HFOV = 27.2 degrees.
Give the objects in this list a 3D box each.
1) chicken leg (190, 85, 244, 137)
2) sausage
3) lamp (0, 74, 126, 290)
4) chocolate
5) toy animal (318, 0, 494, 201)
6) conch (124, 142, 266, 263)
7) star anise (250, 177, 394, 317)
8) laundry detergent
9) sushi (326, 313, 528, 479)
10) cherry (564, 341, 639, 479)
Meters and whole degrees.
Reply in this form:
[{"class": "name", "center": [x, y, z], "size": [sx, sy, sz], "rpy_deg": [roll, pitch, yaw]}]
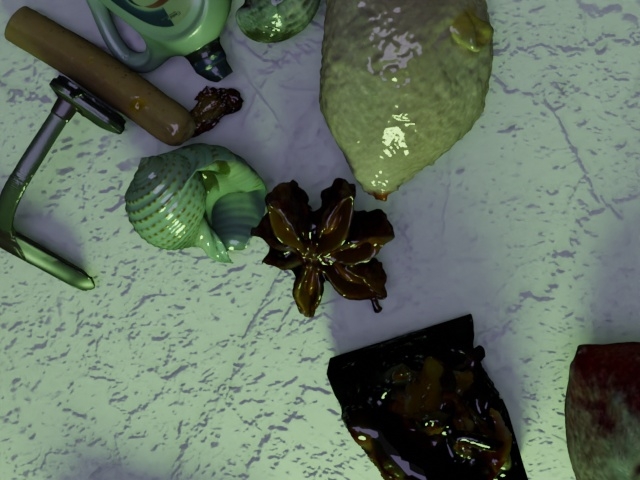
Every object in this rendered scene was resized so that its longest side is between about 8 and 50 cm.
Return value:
[{"class": "chicken leg", "center": [-0.175, -0.172, 1.830], "size": [0.145, 0.037, 0.062], "rpy_deg": [-27, 74, 9]}, {"class": "sausage", "center": [-0.298, -0.224, 1.805], "size": [0.301, 0.066, 0.066], "rpy_deg": [35, 100, 7]}, {"class": "lamp", "center": [-0.347, -0.068, 1.823], "size": [0.203, 0.124, 0.283], "rpy_deg": [32, 103, -10]}, {"class": "chocolate", "center": [-0.025, -0.372, 1.753], "size": [0.110, 0.110, 0.248], "rpy_deg": [31, 100, 1]}, {"class": "toy animal", "center": [0.113, -0.225, 1.716], "size": [0.226, 0.188, 0.359], "rpy_deg": [2, 110, -3]}, {"class": "conch", "center": [-0.177, -0.058, 1.800], "size": [0.172, 0.200, 0.131], "rpy_deg": [-46, 54, -7]}, {"class": "star anise", "center": [0.000, 0.000, 1.793], "size": [0.190, 0.126, 0.220], "rpy_deg": [2, 133, -4]}, {"class": "laundry detergent", "center": [-0.219, -0.329, 1.774], "size": [0.214, 0.105, 0.281], "rpy_deg": [-24, 103, 28]}, {"class": "sushi", "center": [0.142, 0.253, 1.771], "size": [0.215, 0.212, 0.227], "rpy_deg": [-18, 97, 7]}, {"class": "cherry", "center": [0.436, 0.258, 1.742], "size": [0.300, 0.203, 0.230], "rpy_deg": [57, 136, 6]}]
